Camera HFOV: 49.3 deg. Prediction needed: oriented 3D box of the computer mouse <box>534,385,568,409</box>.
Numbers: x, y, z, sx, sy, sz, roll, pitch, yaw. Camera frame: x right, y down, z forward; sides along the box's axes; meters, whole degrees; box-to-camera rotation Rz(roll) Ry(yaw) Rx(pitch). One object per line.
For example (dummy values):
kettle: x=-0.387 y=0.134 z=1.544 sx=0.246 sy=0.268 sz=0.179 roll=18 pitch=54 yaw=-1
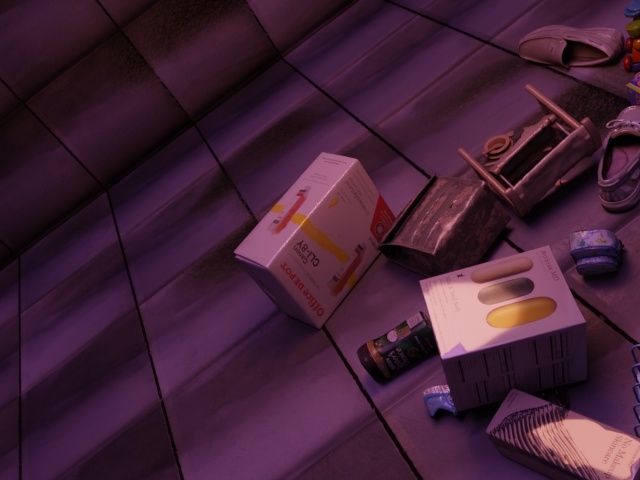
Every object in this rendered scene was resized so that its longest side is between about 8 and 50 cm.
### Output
computer mouse: x=0.448 y=0.250 z=1.428 sx=0.071 sy=0.041 sz=0.242 roll=-15 pitch=45 yaw=7

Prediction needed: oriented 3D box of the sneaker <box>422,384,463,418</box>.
sneaker: x=0.295 y=0.334 z=1.452 sx=0.162 sy=0.063 sz=0.073 roll=-21 pitch=57 yaw=26

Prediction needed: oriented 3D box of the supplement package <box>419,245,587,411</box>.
supplement package: x=0.355 y=0.174 z=1.365 sx=0.262 sy=0.198 sz=0.199 roll=-16 pitch=45 yaw=7

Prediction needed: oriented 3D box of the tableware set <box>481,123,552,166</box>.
tableware set: x=0.541 y=-0.279 z=1.932 sx=0.194 sy=0.039 sz=0.128 roll=-13 pitch=42 yaw=29

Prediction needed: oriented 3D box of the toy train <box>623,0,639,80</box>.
toy train: x=0.850 y=-0.518 z=1.852 sx=0.105 sy=0.143 sz=0.248 roll=-6 pitch=45 yaw=36

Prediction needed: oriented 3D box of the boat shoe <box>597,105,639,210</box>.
boat shoe: x=0.724 y=-0.215 z=1.652 sx=0.118 sy=0.103 sz=0.320 roll=3 pitch=51 yaw=42

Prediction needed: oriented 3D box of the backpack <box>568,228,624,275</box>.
backpack: x=0.587 y=0.025 z=1.489 sx=0.105 sy=0.114 sz=0.084 roll=-9 pitch=63 yaw=31

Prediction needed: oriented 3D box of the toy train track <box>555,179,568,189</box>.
toy train track: x=0.603 y=-0.162 z=1.771 sx=0.048 sy=0.014 sz=0.083 roll=-11 pitch=42 yaw=31

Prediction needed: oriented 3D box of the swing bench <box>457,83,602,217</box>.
swing bench: x=0.528 y=-0.210 z=1.738 sx=0.253 sy=0.165 sz=0.255 roll=-42 pitch=38 yaw=7

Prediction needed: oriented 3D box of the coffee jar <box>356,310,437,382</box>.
coffee jar: x=0.180 y=0.247 z=1.598 sx=0.184 sy=0.096 sz=0.079 roll=-32 pitch=33 yaw=8

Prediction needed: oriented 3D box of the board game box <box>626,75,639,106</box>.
board game box: x=0.933 y=-0.341 z=1.640 sx=0.233 sy=0.078 sz=0.347 roll=-34 pitch=36 yaw=5

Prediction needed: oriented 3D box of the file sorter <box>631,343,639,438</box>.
file sorter: x=0.605 y=0.272 z=1.206 sx=0.118 sy=0.104 sz=0.170 roll=-11 pitch=43 yaw=32

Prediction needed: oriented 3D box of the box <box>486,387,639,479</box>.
box: x=0.444 y=0.371 z=1.238 sx=0.275 sy=0.094 sz=0.113 roll=13 pitch=58 yaw=48

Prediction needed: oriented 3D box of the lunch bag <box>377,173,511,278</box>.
lunch bag: x=0.290 y=-0.038 z=1.770 sx=0.235 sy=0.169 sz=0.287 roll=-51 pitch=30 yaw=-13

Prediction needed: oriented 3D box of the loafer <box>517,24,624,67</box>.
loafer: x=0.718 y=-0.564 z=2.043 sx=0.319 sy=0.112 sz=0.111 roll=10 pitch=48 yaw=45

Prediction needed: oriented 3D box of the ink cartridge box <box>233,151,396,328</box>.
ink cartridge box: x=0.000 y=0.000 z=1.871 sx=0.160 sy=0.279 sz=0.385 roll=20 pitch=64 yaw=48
